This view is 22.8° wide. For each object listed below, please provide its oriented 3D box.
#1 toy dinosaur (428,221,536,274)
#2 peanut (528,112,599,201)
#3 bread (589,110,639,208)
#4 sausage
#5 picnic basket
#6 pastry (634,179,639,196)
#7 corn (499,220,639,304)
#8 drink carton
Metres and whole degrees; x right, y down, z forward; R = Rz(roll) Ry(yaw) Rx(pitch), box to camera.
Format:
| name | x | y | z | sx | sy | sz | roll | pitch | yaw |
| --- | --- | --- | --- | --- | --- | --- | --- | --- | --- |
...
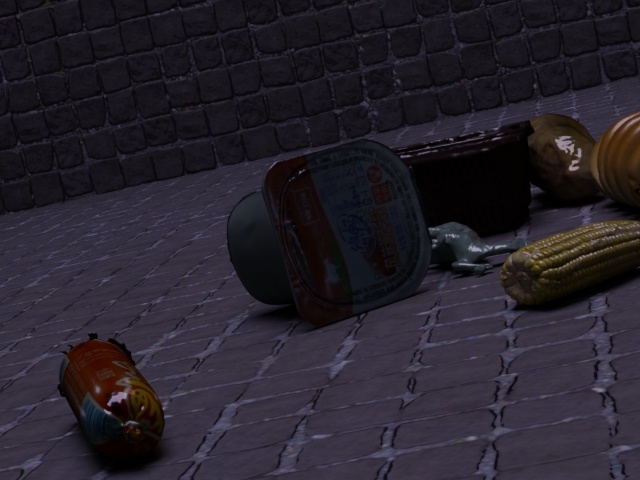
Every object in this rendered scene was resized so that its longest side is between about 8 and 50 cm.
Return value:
| name | x | y | z | sx | sy | sz | roll | pitch | yaw |
| --- | --- | --- | --- | --- | --- | --- | --- | --- | --- |
| toy dinosaur | 0.156 | 0.003 | 1.893 | 0.167 | 0.053 | 0.242 | -7 | 7 | -5 |
| peanut | 0.340 | -0.112 | 2.207 | 0.110 | 0.120 | 0.236 | -36 | 16 | 2 |
| bread | 0.432 | -0.105 | 1.957 | 0.172 | 0.121 | 0.311 | -15 | 7 | -5 |
| sausage | -0.184 | 0.144 | 1.400 | 0.083 | 0.083 | 0.264 | -15 | 10 | -13 |
| picnic basket | 0.148 | -0.068 | 2.127 | 0.296 | 0.129 | 0.222 | -10 | 7 | 15 |
| pastry | 0.455 | -0.072 | 1.747 | 0.208 | 0.115 | 0.097 | -9 | 11 | -17 |
| corn | 0.259 | 0.019 | 1.586 | 0.165 | 0.063 | 0.085 | -16 | -16 | -35 |
| drink carton | 0.000 | 0.000 | 1.809 | 0.191 | 0.185 | 0.189 | -19 | -1 | -28 |
